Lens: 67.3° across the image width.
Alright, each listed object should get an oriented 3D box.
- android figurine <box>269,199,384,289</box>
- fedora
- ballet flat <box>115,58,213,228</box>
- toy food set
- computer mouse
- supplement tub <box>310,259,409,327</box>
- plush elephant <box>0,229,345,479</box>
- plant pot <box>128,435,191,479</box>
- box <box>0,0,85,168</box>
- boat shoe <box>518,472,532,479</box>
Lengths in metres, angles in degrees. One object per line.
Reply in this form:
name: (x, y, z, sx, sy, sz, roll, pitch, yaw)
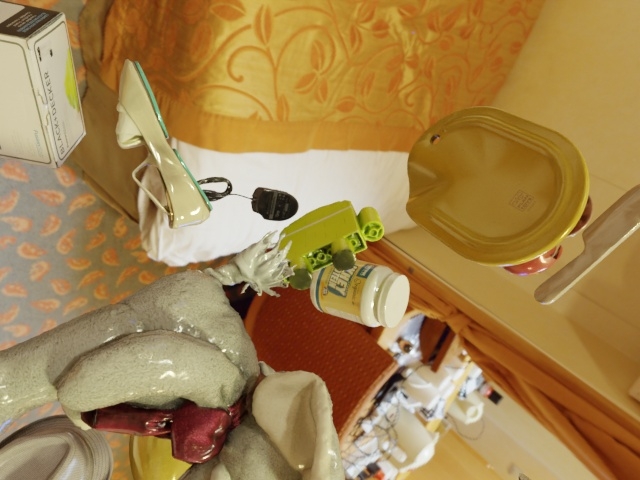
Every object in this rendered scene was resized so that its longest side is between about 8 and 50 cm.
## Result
android figurine: (0.000, 0.000, 0.944, 0.248, 0.273, 0.056, -25, 111, 7)
fedora: (-0.584, 0.478, 0.988, 0.275, 0.243, 0.124, -25, 155, -27)
ballet flat: (-0.240, -0.128, 0.683, 0.086, 0.086, 0.248, -31, 102, -27)
toy food set: (0.169, -0.033, 0.428, 0.071, 0.218, 0.128, 27, 103, -44)
computer mouse: (-0.160, -0.092, 1.047, 0.242, 0.041, 0.071, 12, 96, -26)
supplement tub: (0.092, 0.119, 1.131, 0.144, 0.200, 0.144, -23, 118, -52)
plush elephant: (-0.112, 0.174, 0.470, 0.330, 0.255, 0.272, -30, 167, -16)
plant pot: (-0.244, 0.364, 0.772, 0.134, 0.095, 0.134, -5, 127, -6)
box: (-0.449, -0.198, 0.566, 0.290, 0.087, 0.169, 9, 133, -3)
boat shoe: (0.480, 0.586, 1.088, 0.046, 0.125, 0.038, 22, 106, -17)
